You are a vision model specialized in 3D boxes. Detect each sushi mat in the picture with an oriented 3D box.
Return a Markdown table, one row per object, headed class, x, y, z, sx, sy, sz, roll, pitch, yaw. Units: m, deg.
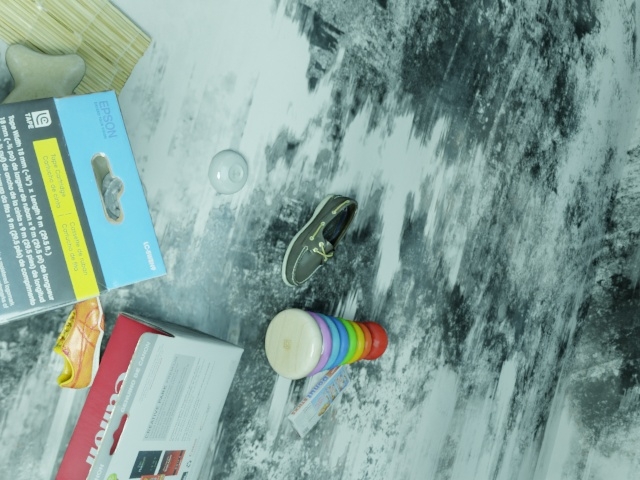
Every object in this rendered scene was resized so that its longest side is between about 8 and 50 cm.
| class | x | y | z | sx | sy | sz | roll | pitch | yaw |
| --- | --- | --- | --- | --- | --- | --- | --- | --- | --- |
| sushi mat | -0.391 | -0.329 | 0.897 | 0.316 | 0.019 | 0.152 | 39 | 73 | -42 |

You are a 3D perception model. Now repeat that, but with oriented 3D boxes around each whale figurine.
| class | x | y | z | sx | sy | sz | roll | pitch | yaw |
| --- | --- | --- | --- | --- | --- | --- | --- | --- | --- |
| whale figurine | -0.390 | -0.127 | 0.877 | 0.216 | 0.141 | 0.272 | 4 | 78 | -21 |

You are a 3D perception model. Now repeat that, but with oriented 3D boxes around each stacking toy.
| class | x | y | z | sx | sy | sz | roll | pitch | yaw |
| --- | --- | --- | --- | --- | --- | --- | --- | --- | --- |
| stacking toy | 0.037 | 0.225 | 1.377 | 0.330 | 0.141 | 0.141 | 12 | 91 | -50 |

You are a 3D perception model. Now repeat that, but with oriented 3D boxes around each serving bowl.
| class | x | y | z | sx | sy | sz | roll | pitch | yaw |
| --- | --- | --- | --- | --- | --- | --- | --- | --- | --- |
| serving bowl | -0.163 | -0.124 | 1.164 | 0.083 | 0.027 | 0.084 | -13 | 108 | -44 |

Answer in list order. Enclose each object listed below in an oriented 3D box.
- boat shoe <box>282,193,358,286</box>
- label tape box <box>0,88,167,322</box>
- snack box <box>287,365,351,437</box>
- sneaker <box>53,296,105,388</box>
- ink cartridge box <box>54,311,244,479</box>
| class | x | y | z | sx | sy | sz | roll | pitch | yaw |
| --- | --- | --- | --- | --- | --- | --- | --- | --- | --- |
| boat shoe | 0.000 | 0.000 | 1.324 | 0.081 | 0.068 | 0.228 | 46 | 67 | -40 |
| label tape box | -0.378 | -0.023 | 0.729 | 0.333 | 0.106 | 0.241 | -15 | 87 | -25 |
| snack box | 0.000 | 0.360 | 1.437 | 0.178 | 0.022 | 0.064 | -43 | 125 | -30 |
| sneaker | -0.378 | 0.149 | 0.989 | 0.067 | 0.064 | 0.175 | 4 | 93 | -36 |
| ink cartridge box | -0.289 | 0.284 | 1.011 | 0.272 | 0.130 | 0.310 | 33 | 75 | -61 |
